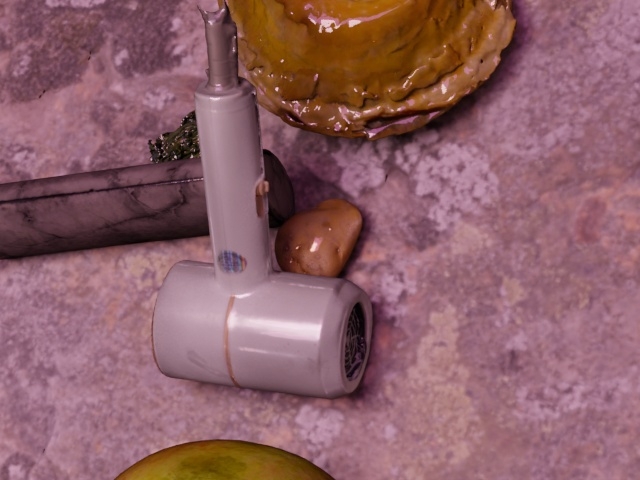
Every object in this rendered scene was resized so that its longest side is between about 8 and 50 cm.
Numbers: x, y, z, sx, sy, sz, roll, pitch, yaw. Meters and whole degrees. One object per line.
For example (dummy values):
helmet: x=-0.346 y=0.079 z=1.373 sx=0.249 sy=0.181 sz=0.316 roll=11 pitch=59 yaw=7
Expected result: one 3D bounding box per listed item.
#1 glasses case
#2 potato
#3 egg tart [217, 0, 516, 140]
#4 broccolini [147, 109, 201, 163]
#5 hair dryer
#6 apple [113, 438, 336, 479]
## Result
glasses case: x=-0.182 y=-0.032 z=1.363 sx=0.299 sy=0.114 sz=0.060 roll=-7 pitch=70 yaw=16
potato: x=0.000 y=0.000 z=1.330 sx=0.068 sy=0.062 sz=0.083 roll=46 pitch=67 yaw=4
egg tart: x=0.036 y=-0.234 z=1.343 sx=0.295 sy=0.116 sz=0.294 roll=-3 pitch=68 yaw=6
broccolini: x=-0.064 y=-0.143 z=1.406 sx=0.239 sy=0.051 sz=0.054 roll=-41 pitch=62 yaw=-6
hair dryer: x=-0.059 y=-0.032 z=1.228 sx=0.173 sy=0.357 sz=0.107 roll=5 pitch=31 yaw=18
apple: x=-0.077 y=0.277 z=1.171 sx=0.246 sy=0.226 sz=0.246 roll=-6 pitch=71 yaw=18
